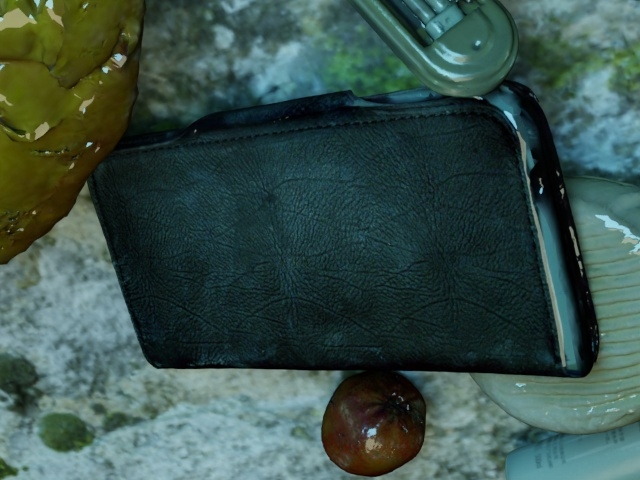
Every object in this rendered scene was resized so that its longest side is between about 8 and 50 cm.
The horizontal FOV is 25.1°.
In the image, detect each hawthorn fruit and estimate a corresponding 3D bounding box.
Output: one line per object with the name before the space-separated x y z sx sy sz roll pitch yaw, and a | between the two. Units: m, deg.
hawthorn fruit | 0.036 0.125 0.966 0.077 0.077 0.077 6 125 8

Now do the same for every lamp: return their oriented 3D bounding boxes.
lamp | 0.087 -0.242 0.694 0.203 0.124 0.283 39 128 9

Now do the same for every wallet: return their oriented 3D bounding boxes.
wallet | 0.000 0.000 0.845 0.318 0.045 0.172 -5 110 36

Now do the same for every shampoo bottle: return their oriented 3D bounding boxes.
shampoo bottle | 0.217 0.133 0.939 0.195 0.056 0.056 -25 116 27

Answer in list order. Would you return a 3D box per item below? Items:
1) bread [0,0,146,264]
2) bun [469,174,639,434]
bread | -0.273 -0.158 0.749 0.398 0.215 0.398 5 126 7
bun | 0.164 0.031 0.845 0.173 0.113 0.167 26 123 22
